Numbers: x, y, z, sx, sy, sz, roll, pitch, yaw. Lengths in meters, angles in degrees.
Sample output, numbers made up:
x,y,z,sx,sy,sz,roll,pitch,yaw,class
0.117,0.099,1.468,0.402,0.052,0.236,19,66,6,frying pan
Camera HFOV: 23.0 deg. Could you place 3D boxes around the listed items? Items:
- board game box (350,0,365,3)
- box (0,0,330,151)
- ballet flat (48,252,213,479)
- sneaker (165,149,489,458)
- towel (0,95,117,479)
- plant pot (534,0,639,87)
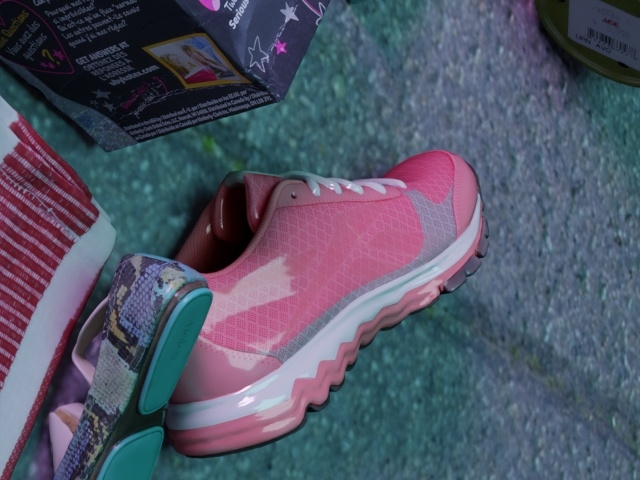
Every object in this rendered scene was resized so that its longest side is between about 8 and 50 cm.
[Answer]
x,y,z,sx,sy,sz,roll,pitch,yaw,class
0.015,-0.297,1.099,0.210,0.047,0.160,52,50,-29,board game box
-0.077,-0.198,0.898,0.142,0.163,0.247,44,54,-31,box
-0.116,0.091,0.877,0.070,0.070,0.188,8,110,-47,ballet flat
0.000,0.000,0.992,0.314,0.116,0.136,-42,114,-42,sneaker
-0.215,0.006,0.743,0.329,0.037,0.237,56,47,-50,towel
0.308,-0.276,1.291,0.275,0.274,0.293,47,68,-33,plant pot
